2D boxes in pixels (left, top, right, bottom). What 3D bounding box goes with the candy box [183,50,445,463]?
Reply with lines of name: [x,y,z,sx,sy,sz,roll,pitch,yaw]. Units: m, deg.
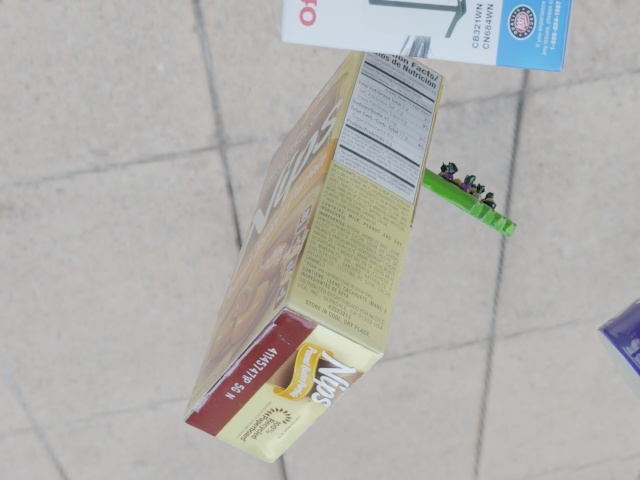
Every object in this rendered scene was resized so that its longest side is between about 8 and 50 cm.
candy box: [0.000,0.000,1.029,0.088,0.316,0.183,28,136,-14]

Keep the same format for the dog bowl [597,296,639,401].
dog bowl: [0.398,0.167,1.285,0.104,0.265,0.265,-35,144,4]

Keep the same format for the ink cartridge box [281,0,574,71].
ink cartridge box: [0.080,-0.205,0.899,0.203,0.086,0.148,7,107,11]

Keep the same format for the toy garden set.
toy garden set: [0.153,-0.089,1.668,0.049,0.204,0.244,-59,160,5]
